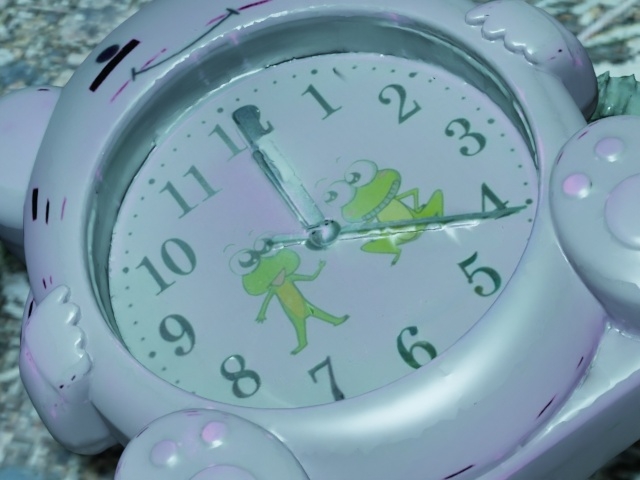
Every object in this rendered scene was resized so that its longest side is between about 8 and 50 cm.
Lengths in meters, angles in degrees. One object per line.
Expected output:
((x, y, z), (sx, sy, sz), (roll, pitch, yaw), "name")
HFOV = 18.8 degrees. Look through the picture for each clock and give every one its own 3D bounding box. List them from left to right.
((0.000, 0.000, 0.870), (0.295, 0.113, 0.322), (-34, 55, -6), "clock")

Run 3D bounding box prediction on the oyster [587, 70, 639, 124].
((0.147, -0.035, 0.959), (0.100, 0.037, 0.098), (-7, 67, -24), "oyster")
